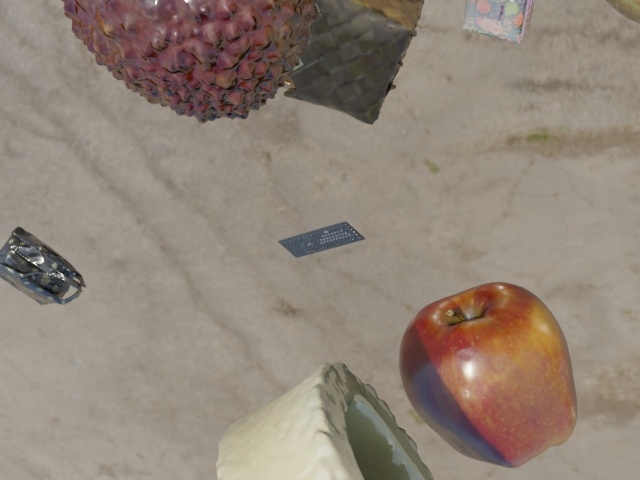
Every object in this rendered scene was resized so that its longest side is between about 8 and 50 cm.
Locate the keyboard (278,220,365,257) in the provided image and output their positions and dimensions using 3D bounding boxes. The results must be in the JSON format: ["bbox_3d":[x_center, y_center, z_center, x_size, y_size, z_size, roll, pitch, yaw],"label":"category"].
[{"bbox_3d":[0.000,0.000,1.649,0.198,0.010,0.063,-16,134,43],"label":"keyboard"}]

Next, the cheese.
[{"bbox_3d":[0.038,0.313,0.894,0.153,0.292,0.332,-35,107,11],"label":"cheese"}]

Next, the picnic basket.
[{"bbox_3d":[0.008,-0.385,1.461,0.320,0.291,0.254,21,123,-1],"label":"picnic basket"}]

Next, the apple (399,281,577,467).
[{"bbox_3d":[0.291,0.225,1.401,0.288,0.288,0.317,-20,111,27],"label":"apple"}]

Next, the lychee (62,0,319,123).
[{"bbox_3d":[-0.125,-0.265,0.819,0.275,0.276,0.304,-1,130,9],"label":"lychee"}]

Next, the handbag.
[{"bbox_3d":[-0.365,0.044,1.103,0.139,0.072,0.115,10,152,42],"label":"handbag"}]

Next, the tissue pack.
[{"bbox_3d":[0.305,-0.417,1.369,0.108,0.060,0.148,24,136,23],"label":"tissue pack"}]

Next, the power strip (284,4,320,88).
[{"bbox_3d":[-0.077,-0.427,1.697,0.064,0.198,0.213,31,106,22],"label":"power strip"}]

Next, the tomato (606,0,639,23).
[{"bbox_3d":[0.491,-0.421,1.109,0.270,0.223,0.270,16,132,19],"label":"tomato"}]
